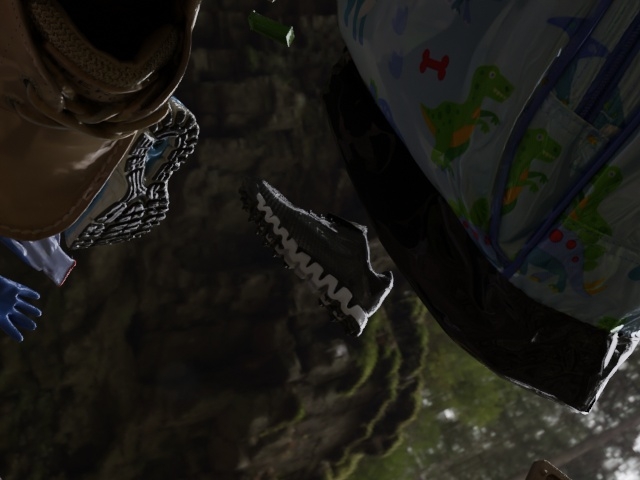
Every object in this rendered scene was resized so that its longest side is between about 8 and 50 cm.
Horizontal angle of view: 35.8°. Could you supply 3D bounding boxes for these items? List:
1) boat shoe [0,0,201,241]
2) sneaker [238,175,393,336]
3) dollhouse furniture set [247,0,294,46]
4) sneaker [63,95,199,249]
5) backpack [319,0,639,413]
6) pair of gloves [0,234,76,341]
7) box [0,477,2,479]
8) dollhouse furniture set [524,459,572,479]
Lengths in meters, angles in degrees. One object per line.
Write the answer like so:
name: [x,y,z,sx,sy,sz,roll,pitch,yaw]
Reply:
boat shoe: [-0.124,-0.106,0.484,0.110,0.121,0.341,66,-35,35]
sneaker: [0.000,0.000,1.216,0.234,0.106,0.078,49,-17,-1]
dollhouse furniture set: [-0.035,-0.334,1.285,0.058,0.076,0.152,25,-100,7]
sneaker: [-0.135,-0.055,0.669,0.162,0.063,0.073,-50,-119,40]
backpack: [0.148,-0.145,0.504,0.355,0.273,0.290,-43,-142,21]
pair of gloves: [-0.423,0.042,1.393,0.023,0.198,0.159,16,-27,36]
box: [-0.321,0.186,0.686,0.183,0.056,0.231,46,-59,23]
dollhouse furniture set: [0.311,0.361,1.180,0.144,0.151,0.123,38,-26,-7]
